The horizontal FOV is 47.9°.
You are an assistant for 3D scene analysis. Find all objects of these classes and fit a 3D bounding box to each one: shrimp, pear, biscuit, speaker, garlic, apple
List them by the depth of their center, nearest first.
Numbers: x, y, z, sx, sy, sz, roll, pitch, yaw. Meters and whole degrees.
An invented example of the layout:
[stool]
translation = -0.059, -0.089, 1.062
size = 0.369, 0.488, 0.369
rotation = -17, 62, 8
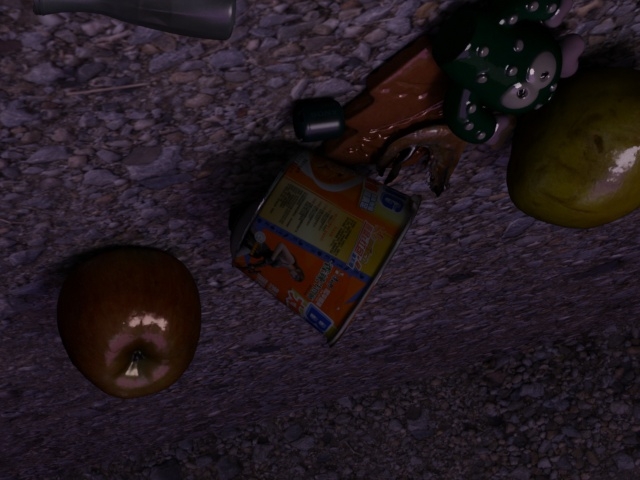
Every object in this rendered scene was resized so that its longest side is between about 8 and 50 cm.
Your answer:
[speaker]
translation = -0.006, -0.184, 1.117
size = 0.076, 0.060, 0.094
rotation = -9, -171, -13
[biscuit]
translation = 0.146, -0.206, 1.150
size = 0.284, 0.043, 0.306
rotation = -12, 154, -7
[pear]
translation = 0.446, -0.150, 1.187
size = 0.269, 0.268, 0.321
rotation = -1, 163, -27
[shrimp]
translation = 0.171, -0.124, 1.229
size = 0.152, 0.046, 0.219
rotation = -17, 155, -1
[garlic]
translation = 0.310, -0.197, 1.242
size = 0.041, 0.053, 0.083
rotation = -10, 162, -14
[apple]
translation = -0.362, 0.168, 1.397
size = 0.278, 0.249, 0.309
rotation = -18, 151, 7

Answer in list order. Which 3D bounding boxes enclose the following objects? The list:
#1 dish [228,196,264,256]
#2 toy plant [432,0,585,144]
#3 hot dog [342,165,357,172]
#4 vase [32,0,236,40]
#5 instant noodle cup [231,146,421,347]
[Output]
[dish]
translation = -0.139, -0.029, 1.321
size = 0.141, 0.078, 0.141
rotation = -54, 162, -27
[toy plant]
translation = 0.271, -0.252, 1.038
size = 0.233, 0.112, 0.243
rotation = -34, 138, 6
[hot dog]
translation = 0.041, -0.096, 1.323
size = 0.062, 0.038, 0.144
rotation = -16, 156, -4
[vase]
translation = -0.206, -0.273, 0.800
size = 0.214, 0.086, 0.086
rotation = -1, 151, -16
[instant noodle cup]
translation = 0.000, 0.000, 1.182
size = 0.214, 0.296, 0.296
rotation = 30, 146, 0
